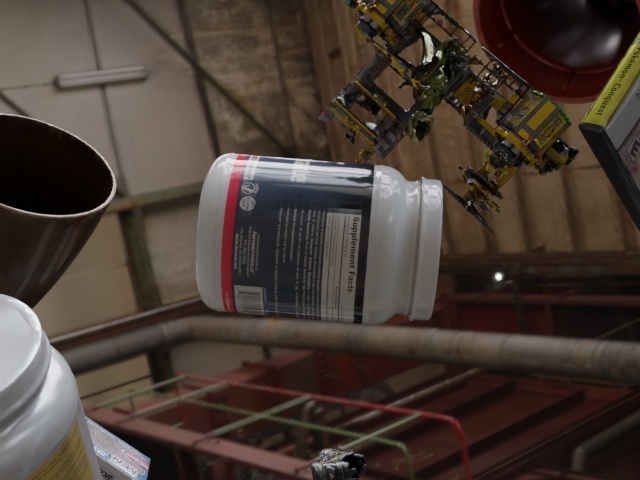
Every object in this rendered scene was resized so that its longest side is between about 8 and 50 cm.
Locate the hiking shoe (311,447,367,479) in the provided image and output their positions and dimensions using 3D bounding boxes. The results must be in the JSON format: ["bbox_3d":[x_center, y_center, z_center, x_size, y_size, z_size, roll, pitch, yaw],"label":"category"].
[{"bbox_3d":[0.051,0.509,2.171,0.114,0.227,0.086,-9,-92,10],"label":"hiking shoe"}]

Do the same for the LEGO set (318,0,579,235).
[{"bbox_3d":[0.129,-0.146,1.194,0.331,0.192,0.255,43,1,1],"label":"LEGO set"}]

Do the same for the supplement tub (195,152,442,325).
[{"bbox_3d":[0.000,0.000,1.157,0.191,0.272,0.191,5,90,-87],"label":"supplement tub"}]

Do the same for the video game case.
[{"bbox_3d":[0.419,-0.141,1.127,0.035,0.248,0.275,21,-18,47],"label":"video game case"}]

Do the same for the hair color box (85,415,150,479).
[{"bbox_3d":[-0.443,0.453,1.556,0.347,0.174,0.105,-51,-168,8],"label":"hair color box"}]

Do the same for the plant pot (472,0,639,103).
[{"bbox_3d":[0.416,-0.398,1.524,0.272,0.265,0.272,23,-40,21],"label":"plant pot"}]

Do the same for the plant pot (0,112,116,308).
[{"bbox_3d":[-0.398,-0.007,1.245,0.215,0.215,0.230,47,-55,32],"label":"plant pot"}]

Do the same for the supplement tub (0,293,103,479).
[{"bbox_3d":[-0.369,0.247,1.064,0.241,0.241,0.331,32,-42,42],"label":"supplement tub"}]
